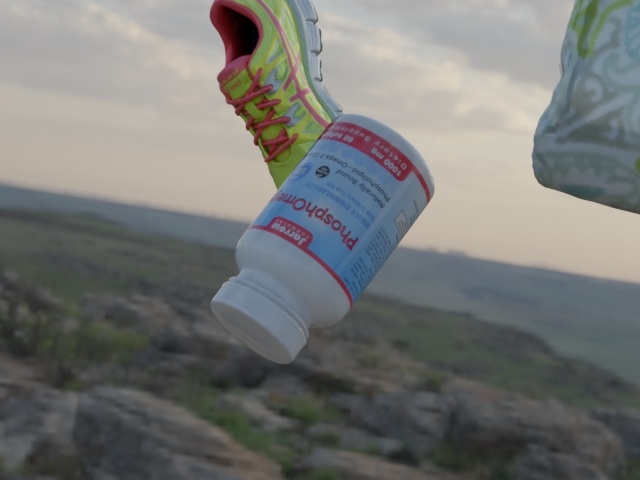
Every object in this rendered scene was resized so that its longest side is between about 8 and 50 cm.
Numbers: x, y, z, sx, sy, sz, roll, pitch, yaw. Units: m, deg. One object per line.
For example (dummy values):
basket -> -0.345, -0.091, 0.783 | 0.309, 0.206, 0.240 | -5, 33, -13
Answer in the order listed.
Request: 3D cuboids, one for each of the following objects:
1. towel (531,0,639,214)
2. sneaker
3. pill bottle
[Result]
towel -> 0.318, -0.171, 0.858 | 0.320, 0.374, 0.090 | 17, 3, 29
sneaker -> -0.041, -0.109, 1.211 | 0.094, 0.208, 0.081 | 3, -29, -43
pill bottle -> 0.000, 0.000, 1.009 | 0.087, 0.160, 0.087 | 32, -21, 13
